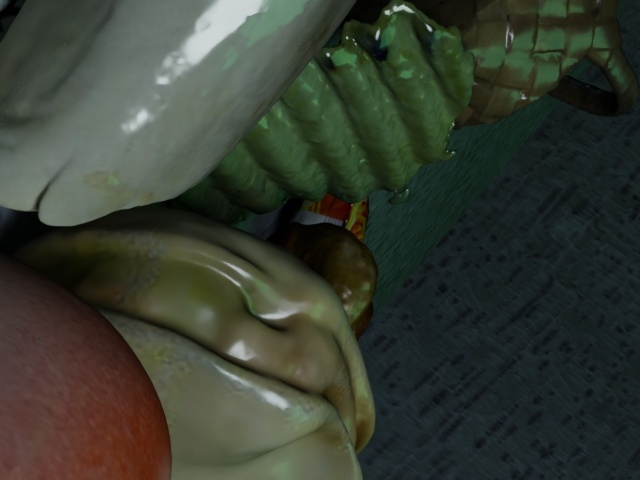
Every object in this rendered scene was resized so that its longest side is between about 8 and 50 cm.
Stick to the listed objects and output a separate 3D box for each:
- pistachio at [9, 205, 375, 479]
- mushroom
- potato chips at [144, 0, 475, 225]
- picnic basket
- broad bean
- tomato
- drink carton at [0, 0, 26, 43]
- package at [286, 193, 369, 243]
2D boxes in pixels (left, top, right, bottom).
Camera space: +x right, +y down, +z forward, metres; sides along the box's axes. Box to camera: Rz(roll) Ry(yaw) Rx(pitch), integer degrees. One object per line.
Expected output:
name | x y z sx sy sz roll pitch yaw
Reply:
pistachio | -0.127 0.140 0.997 0.445 0.365 0.281 115 -5 -58
mushroom | -0.020 -0.176 0.560 0.407 0.137 0.154 -50 155 16
potato chips | -0.042 -0.089 1.139 0.373 0.097 0.389 -15 158 -15
picnic basket | 0.221 -0.247 1.275 0.337 0.293 0.337 -17 122 -30
broad bean | -0.021 0.058 1.158 0.156 0.122 0.228 -59 -166 -17
tomato | -0.241 0.127 0.636 0.321 0.321 0.321 -50 167 -15
drink carton | -0.143 -0.206 0.575 0.315 0.107 0.130 -46 164 -24
package | 0.002 -0.006 1.616 0.288 0.109 0.223 118 -10 -65
